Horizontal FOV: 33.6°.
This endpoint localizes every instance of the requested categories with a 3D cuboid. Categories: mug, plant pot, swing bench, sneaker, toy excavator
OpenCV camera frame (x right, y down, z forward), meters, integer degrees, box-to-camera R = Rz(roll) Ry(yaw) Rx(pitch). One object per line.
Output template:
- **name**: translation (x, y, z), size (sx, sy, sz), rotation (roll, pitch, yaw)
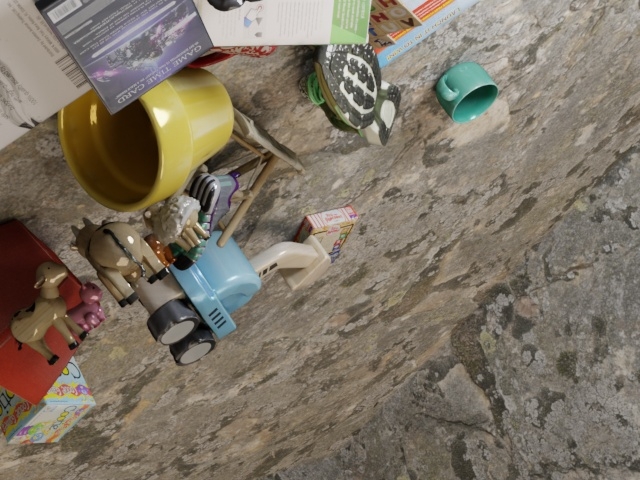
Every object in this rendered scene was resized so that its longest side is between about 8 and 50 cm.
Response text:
- **mug**: translation (0.328, -0.354, 2.440), size (0.129, 0.097, 0.158), rotation (-33, 154, 1)
- **plant pot**: translation (-0.289, -0.202, 1.861), size (0.239, 0.254, 0.254), rotation (-28, 159, -49)
- **swing bench**: translation (-0.206, -0.149, 2.125), size (0.254, 0.165, 0.253), rotation (-42, 153, 8)
- **sneaker**: translation (-0.214, -0.034, 2.022), size (0.098, 0.083, 0.224), rotation (-17, 146, -46)
- **sneaker**: translation (0.028, -0.291, 2.109), size (0.410, 0.182, 0.158), rotation (39, 64, -69)
- **plant pot**: translation (-0.595, 0.120, 2.063), size (0.236, 0.267, 0.267), rotation (-44, 156, -8)
- **mug**: translation (-0.168, -0.372, 1.855), size (0.150, 0.113, 0.169), rotation (-15, 172, 35)
- **toy excavator**: translation (-0.197, 0.087, 2.480), size (0.445, 0.222, 0.433), rotation (-32, 155, -5)

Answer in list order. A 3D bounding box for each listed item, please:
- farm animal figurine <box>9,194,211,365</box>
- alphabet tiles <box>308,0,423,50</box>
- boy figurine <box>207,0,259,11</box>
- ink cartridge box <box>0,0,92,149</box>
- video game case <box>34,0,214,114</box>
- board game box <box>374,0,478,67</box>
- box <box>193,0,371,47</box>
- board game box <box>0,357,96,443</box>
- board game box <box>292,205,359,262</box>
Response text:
- **farm animal figurine**: translation (-0.394, 0.045, 1.878), size (0.330, 0.172, 0.327), rotation (-44, -171, -36)
- **alphabet tiles**: translation (0.059, -0.401, 1.966), size (0.237, 0.009, 0.198), rotation (-8, 158, 33)
- **boy figurine**: translation (-0.138, -0.493, 1.560), size (0.177, 0.092, 0.285), rotation (-17, 126, -13)
- **ink cartridge box**: translation (-0.479, -0.298, 1.529), size (0.395, 0.166, 0.285), rotation (-34, 155, -2)
- **video game case**: translation (-0.274, -0.310, 1.538), size (0.196, 0.026, 0.274), rotation (-35, 156, -6)
- **board game box**: translation (0.183, -0.510, 2.011), size (0.308, 0.086, 0.302), rotation (-34, 155, 2)
- **box**: translation (-0.066, -0.431, 1.712), size (0.322, 0.058, 0.232), rotation (-4, 118, -20)
- **board game box**: translation (-0.622, 0.277, 2.256), size (0.144, 0.275, 0.142), rotation (-43, 153, 20)
- **board game box**: translation (0.000, 0.000, 2.748), size (0.146, 0.045, 0.193), rotation (-13, 148, -35)
